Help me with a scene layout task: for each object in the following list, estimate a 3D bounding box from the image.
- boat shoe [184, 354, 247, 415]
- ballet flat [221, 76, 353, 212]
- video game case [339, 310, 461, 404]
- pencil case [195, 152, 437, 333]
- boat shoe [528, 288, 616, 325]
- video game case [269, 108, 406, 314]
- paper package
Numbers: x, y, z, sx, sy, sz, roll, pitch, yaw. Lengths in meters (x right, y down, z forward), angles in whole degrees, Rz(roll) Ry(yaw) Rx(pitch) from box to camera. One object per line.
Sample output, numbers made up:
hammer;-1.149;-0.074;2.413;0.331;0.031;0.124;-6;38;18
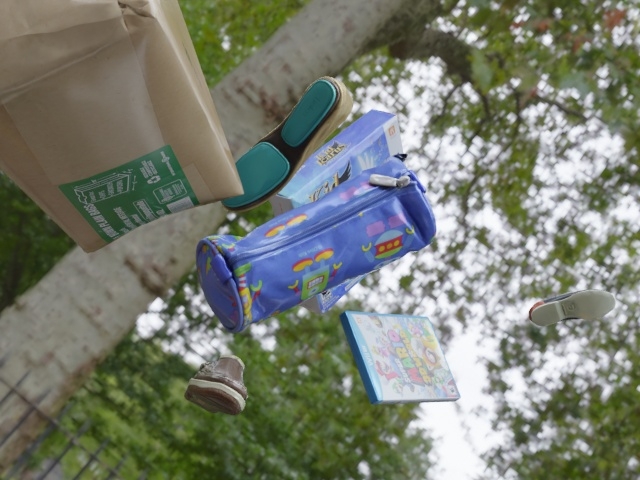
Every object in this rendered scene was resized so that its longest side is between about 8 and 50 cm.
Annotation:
boat shoe;-0.172;0.233;1.612;0.095;0.095;0.257;33;-18;-13
ballet flat;-0.039;-0.119;1.291;0.080;0.232;0.073;52;16;23
video game case;0.101;0.146;1.184;0.015;0.166;0.119;-38;-120;34
pencil case;0.000;0.000;1.155;0.119;0.306;0.133;56;-21;25
boat shoe;0.400;0.106;1.521;0.043;0.137;0.049;-52;128;-84
video game case;0.046;-0.049;1.604;0.061;0.269;0.244;20;-41;40
paper package;-0.208;-0.188;0.787;0.325;0.168;0.309;76;-6;-71
